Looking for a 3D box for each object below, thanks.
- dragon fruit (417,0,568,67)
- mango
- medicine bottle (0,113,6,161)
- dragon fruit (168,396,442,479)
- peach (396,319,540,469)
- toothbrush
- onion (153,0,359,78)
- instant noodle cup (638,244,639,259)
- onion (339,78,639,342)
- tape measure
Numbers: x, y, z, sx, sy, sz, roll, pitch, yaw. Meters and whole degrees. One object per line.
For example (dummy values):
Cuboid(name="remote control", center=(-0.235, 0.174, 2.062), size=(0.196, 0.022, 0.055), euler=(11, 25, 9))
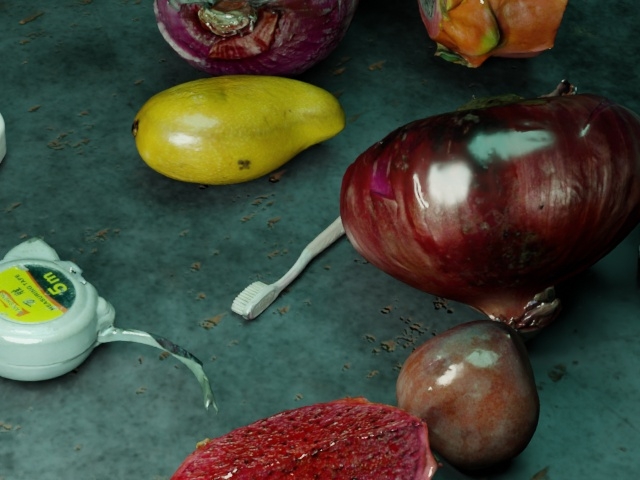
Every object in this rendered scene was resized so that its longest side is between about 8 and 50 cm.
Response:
Cuboid(name="dragon fruit", center=(0.212, -0.365, 1.980), size=(0.189, 0.290, 0.290), euler=(-2, 44, -4))
Cuboid(name="mango", center=(-0.100, -0.133, 1.804), size=(0.262, 0.109, 0.157), euler=(-5, 33, -25))
Cuboid(name="medicine bottle", center=(-0.444, -0.089, 1.734), size=(0.119, 0.069, 0.183), euler=(13, 42, 5))
Cuboid(name="dragon fruit", center=(-0.023, 0.253, 1.408), size=(0.274, 0.161, 0.126), euler=(-16, 13, -8))
Cuboid(name="peach", center=(0.160, 0.148, 1.514), size=(0.152, 0.152, 0.152), euler=(4, 43, -4))
Cuboid(name="toothbrush", center=(0.000, 0.000, 1.734), size=(0.029, 0.025, 0.307), euler=(24, 46, 28))
Cuboid(name="onion", center=(-0.092, -0.265, 1.879), size=(0.267, 0.159, 0.348), euler=(5, 28, 12))
Cuboid(name="instant noodle cup", center=(0.478, -0.065, 1.717), size=(0.200, 0.264, 0.264), euler=(7, 43, 10))
Cuboid(name="onion", center=(0.200, -0.020, 1.621), size=(0.348, 0.347, 0.285), euler=(-11, 90, -18))
Cuboid(name="tape measure", center=(-0.241, 0.122, 1.526), size=(0.164, 0.084, 0.330), euler=(-31, 54, -31))
